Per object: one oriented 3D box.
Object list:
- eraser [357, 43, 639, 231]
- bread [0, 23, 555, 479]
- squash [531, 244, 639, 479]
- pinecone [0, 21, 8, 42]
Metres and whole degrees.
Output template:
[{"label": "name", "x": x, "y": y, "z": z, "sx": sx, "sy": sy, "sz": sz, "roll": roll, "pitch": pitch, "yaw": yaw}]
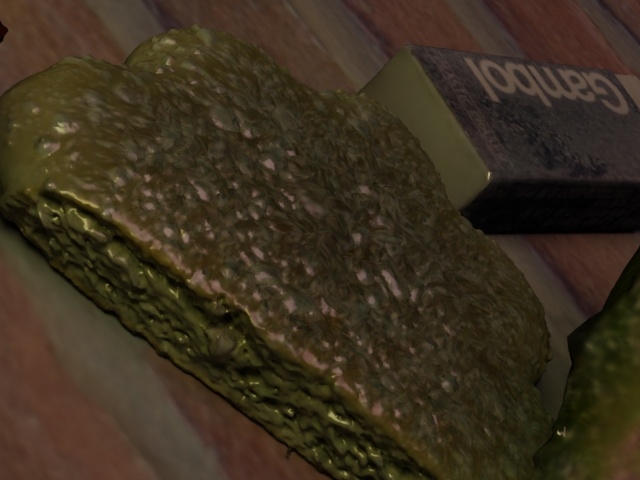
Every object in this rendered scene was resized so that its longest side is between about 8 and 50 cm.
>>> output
[{"label": "eraser", "x": 0.121, "y": -0.053, "z": 0.865, "sx": 0.212, "sy": 0.046, "sz": 0.092, "roll": -1, "pitch": 54, "yaw": -46}, {"label": "bread", "x": 0.000, "y": 0.000, "z": 0.681, "sx": 0.286, "sy": 0.056, "sz": 0.207, "roll": 37, "pitch": 36, "yaw": -12}, {"label": "squash", "x": 0.237, "y": 0.079, "z": 0.689, "sx": 0.310, "sy": 0.310, "sz": 0.309, "roll": 41, "pitch": 14, "yaw": -3}, {"label": "pinecone", "x": -0.167, "y": -0.086, "z": 0.542, "sx": 0.140, "sy": 0.121, "sz": 0.140, "roll": 31, "pitch": 30, "yaw": -21}]
